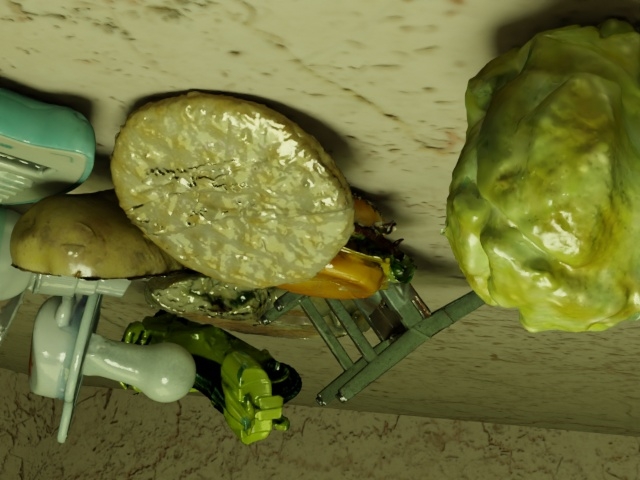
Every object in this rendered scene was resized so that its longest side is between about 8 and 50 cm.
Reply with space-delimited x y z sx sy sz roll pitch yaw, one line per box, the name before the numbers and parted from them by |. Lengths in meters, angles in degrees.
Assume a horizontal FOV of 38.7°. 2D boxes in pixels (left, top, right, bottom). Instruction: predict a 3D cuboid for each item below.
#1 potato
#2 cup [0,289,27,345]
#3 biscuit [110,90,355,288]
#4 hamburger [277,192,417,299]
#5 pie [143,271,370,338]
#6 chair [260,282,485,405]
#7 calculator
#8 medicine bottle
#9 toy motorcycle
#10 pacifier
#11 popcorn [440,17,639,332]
potato | -0.203 -0.014 0.885 0.164 0.081 0.200 10 -168 26
cup | -0.528 0.034 1.183 0.257 0.227 0.301 30 -175 -22
biscuit | -0.077 -0.036 0.784 0.220 0.033 0.220 9 135 9
hamburger | 0.003 0.001 0.913 0.189 0.093 0.164 12 164 -5
pie | -0.087 0.094 1.325 0.337 0.075 0.337 6 169 1
chair | 0.081 0.063 1.073 0.270 0.147 0.136 -33 175 -15
calculator | -0.362 -0.092 0.854 0.256 0.054 0.386 17 163 -30
medicine bottle | -0.392 0.012 1.038 0.352 0.110 0.110 13 164 -22
toy motorcycle | -0.195 0.195 1.430 0.342 0.206 0.142 25 135 38
pacifier | -0.288 0.159 1.297 0.233 0.244 0.299 18 141 -8
popcorn | 0.167 -0.030 0.530 0.212 0.198 0.198 -1 162 43
